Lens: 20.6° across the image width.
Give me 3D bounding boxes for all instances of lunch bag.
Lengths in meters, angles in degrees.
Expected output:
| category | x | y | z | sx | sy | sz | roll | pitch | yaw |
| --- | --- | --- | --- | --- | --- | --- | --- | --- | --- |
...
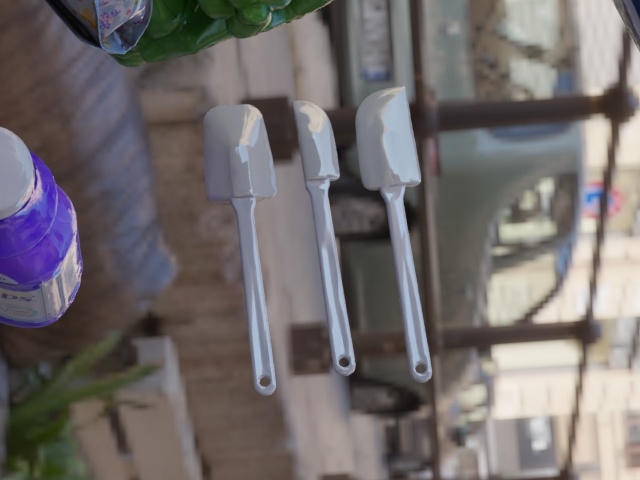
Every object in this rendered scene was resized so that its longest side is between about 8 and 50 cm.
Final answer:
| category | x | y | z | sx | sy | sz | roll | pitch | yaw |
| --- | --- | --- | --- | --- | --- | --- | --- | --- | --- |
| lunch bag | -0.136 | -0.151 | 1.028 | 0.071 | 0.053 | 0.083 | 48 | -19 | 15 |

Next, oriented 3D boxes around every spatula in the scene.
| category | x | y | z | sx | sy | sz | roll | pitch | yaw |
| --- | --- | --- | --- | --- | --- | --- | --- | --- | --- |
| spatula | 0.000 | 0.000 | 1.371 | 0.019 | 0.168 | 0.242 | 105 | -21 | -72 |

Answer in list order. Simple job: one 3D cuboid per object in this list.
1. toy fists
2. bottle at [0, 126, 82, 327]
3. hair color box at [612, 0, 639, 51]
| category | x | y | z | sx | sy | sz | roll | pitch | yaw |
| --- | --- | --- | --- | --- | --- | --- | --- | --- | --- |
| toy fists | -0.059 | -0.183 | 1.203 | 0.279 | 0.142 | 0.096 | -10 | -84 | 48 |
| bottle | -0.246 | -0.010 | 1.362 | 0.283 | 0.118 | 0.092 | 110 | 1 | -73 |
| hair color box | 0.276 | -0.247 | 1.459 | 0.174 | 0.105 | 0.347 | 58 | 12 | -30 |
